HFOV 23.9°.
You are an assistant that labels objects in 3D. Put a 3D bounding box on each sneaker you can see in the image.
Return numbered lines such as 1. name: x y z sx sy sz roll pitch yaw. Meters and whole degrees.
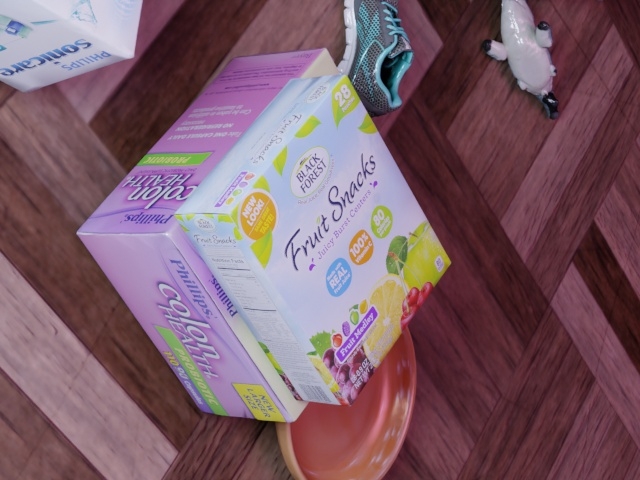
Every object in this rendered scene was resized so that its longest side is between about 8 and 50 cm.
1. sneaker: 0.062 -0.190 1.448 0.065 0.076 0.166 19 76 -47

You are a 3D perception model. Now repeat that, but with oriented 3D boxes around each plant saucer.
1. plant saucer: 0.020 0.145 1.423 0.200 0.037 0.200 -12 106 -51

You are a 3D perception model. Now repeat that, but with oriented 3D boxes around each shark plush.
1. shark plush: 0.240 -0.202 1.661 0.161 0.073 0.067 47 27 -31

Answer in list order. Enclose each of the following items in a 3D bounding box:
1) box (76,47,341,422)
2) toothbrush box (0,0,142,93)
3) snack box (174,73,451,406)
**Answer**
1. box: -0.050 -0.006 1.300 0.243 0.117 0.213 -53 127 -33
2. toothbrush box: -0.258 -0.265 1.047 0.295 0.126 0.216 30 59 -44
3. snack box: 0.000 0.000 1.216 0.174 0.070 0.207 -53 124 -32
